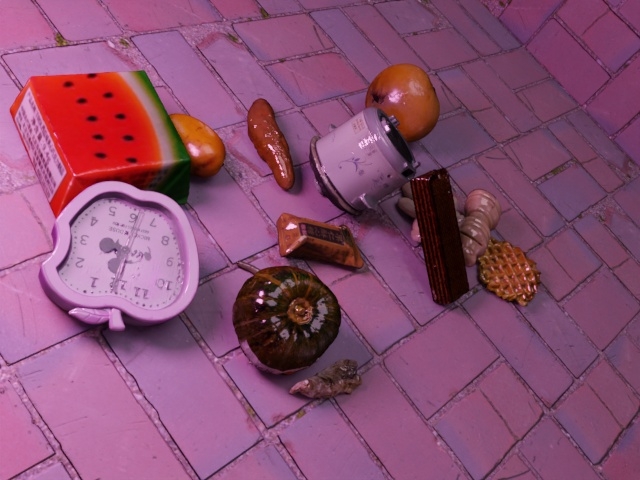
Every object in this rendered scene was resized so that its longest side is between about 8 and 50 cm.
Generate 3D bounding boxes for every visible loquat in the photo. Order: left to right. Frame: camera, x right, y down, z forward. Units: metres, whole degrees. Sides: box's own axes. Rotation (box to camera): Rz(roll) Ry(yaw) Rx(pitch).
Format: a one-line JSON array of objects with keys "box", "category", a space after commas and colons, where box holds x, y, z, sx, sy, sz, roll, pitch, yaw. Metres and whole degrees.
[{"box": [0.279, -0.457, 2.425, 0.263, 0.263, 0.263, 18, 47, -21], "category": "loquat"}]

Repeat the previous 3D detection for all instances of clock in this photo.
[{"box": [-0.432, 0.045, 1.588, 0.339, 0.102, 0.338, 9, 70, -25], "category": "clock"}]

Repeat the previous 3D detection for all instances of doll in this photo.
[{"box": [0.348, -0.094, 2.286, 0.149, 0.175, 0.278, 54, 17, -44], "category": "doll"}]

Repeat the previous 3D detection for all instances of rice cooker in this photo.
[{"box": [0.112, -0.222, 2.095, 0.264, 0.317, 0.316, 18, 39, -61], "category": "rice cooker"}]

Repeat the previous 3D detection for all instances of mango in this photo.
[{"box": [-0.341, -0.262, 1.944, 0.145, 0.112, 0.219, -21, 65, -40], "category": "mango"}]

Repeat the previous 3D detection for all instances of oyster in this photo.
[{"box": [0.028, 0.338, 1.735, 0.106, 0.061, 0.200, 49, 44, 8], "category": "oyster"}]

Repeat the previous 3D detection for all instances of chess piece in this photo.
[{"box": [0.489, -0.020, 2.292, 0.124, 0.138, 0.307, 18, 42, 10], "category": "chess piece"}]

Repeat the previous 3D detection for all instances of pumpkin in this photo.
[{"box": [-0.088, 0.182, 1.710, 0.260, 0.189, 0.260, 8, 75, -30], "category": "pumpkin"}]

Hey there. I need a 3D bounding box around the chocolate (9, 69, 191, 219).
[{"box": [-0.522, -0.243, 1.769, 0.342, 0.161, 0.360, -14, 64, -37], "category": "chocolate"}]

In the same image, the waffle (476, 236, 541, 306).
[{"box": [0.598, 0.100, 2.330, 0.243, 0.058, 0.237, 33, 47, -3], "category": "waffle"}]

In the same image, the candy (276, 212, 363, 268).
[{"box": [0.000, 0.000, 1.972, 0.272, 0.101, 0.143, 10, 56, -35], "category": "candy"}]

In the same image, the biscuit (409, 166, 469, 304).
[{"box": [0.343, -0.014, 2.084, 0.107, 0.073, 0.388, -26, 109, -44], "category": "biscuit"}]

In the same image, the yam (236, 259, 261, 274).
[{"box": [-0.109, 0.106, 1.863, 0.234, 0.029, 0.027, 24, 18, -13], "category": "yam"}]

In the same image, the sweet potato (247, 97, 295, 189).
[{"box": [-0.156, -0.300, 2.117, 0.106, 0.095, 0.354, 29, 35, -53], "category": "sweet potato"}]
